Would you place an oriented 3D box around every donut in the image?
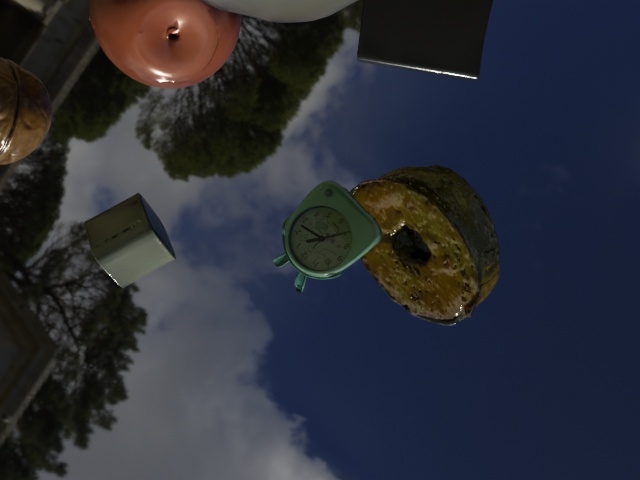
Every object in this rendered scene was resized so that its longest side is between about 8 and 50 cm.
[{"bbox_3d":[0.163,-0.004,1.092,0.107,0.272,0.272,-33,-140,-25],"label":"donut"}]

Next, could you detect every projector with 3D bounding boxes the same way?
[{"bbox_3d":[-0.249,0.000,0.956,0.082,0.083,0.083,-29,-130,-2],"label":"projector"}]

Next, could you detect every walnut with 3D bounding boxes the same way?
[{"bbox_3d":[-0.514,-0.202,1.146,0.207,0.167,0.168,-19,-125,47],"label":"walnut"}]

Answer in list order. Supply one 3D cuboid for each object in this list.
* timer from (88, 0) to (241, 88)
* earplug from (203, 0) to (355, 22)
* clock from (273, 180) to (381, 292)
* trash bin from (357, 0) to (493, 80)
[{"bbox_3d":[-0.238,-0.353,1.118,0.229,0.229,0.215,-41,-140,13],"label":"timer"},{"bbox_3d":[0.069,-0.331,0.395,0.394,0.312,0.313,-11,-120,44],"label":"earplug"},{"bbox_3d":[0.000,0.000,0.895,0.135,0.041,0.101,-43,-99,8],"label":"clock"},{"bbox_3d":[0.187,-0.395,1.337,0.225,0.165,0.115,7,-155,1],"label":"trash bin"}]
